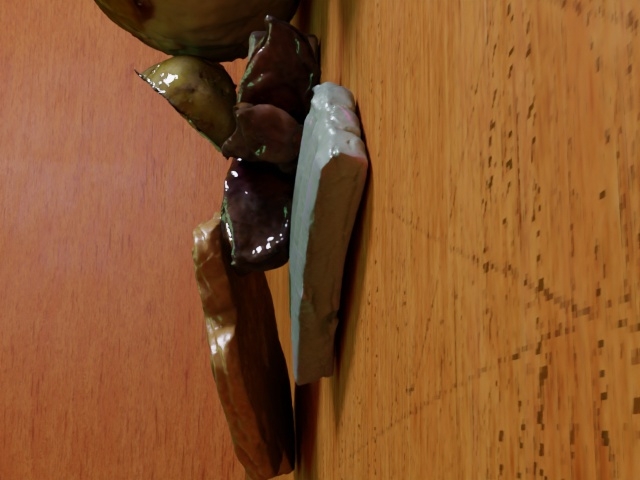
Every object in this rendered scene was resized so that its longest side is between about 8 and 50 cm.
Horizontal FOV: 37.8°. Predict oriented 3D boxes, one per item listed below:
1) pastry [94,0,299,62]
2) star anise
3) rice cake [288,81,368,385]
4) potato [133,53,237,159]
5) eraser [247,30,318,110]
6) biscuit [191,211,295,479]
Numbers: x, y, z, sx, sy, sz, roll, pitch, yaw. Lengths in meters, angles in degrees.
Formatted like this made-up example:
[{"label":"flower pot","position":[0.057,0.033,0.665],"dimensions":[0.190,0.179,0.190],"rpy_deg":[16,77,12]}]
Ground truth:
[{"label":"pastry","position":[-0.169,-0.422,1.182],"dimensions":[0.388,0.313,0.388],"rpy_deg":[-175,90,-85]},{"label":"star anise","position":[-0.040,-0.073,0.853],"dimensions":[0.220,0.099,0.214],"rpy_deg":[104,169,-69]},{"label":"rice cake","position":[0.000,0.000,0.738],"dimensions":[0.127,0.043,0.237],"rpy_deg":[-96,10,-50]},{"label":"potato","position":[-0.152,-0.185,1.186],"dimensions":[0.081,0.164,0.200],"rpy_deg":[-48,12,-3]},{"label":"eraser","position":[-0.057,-0.133,1.148],"dimensions":[0.343,0.078,0.144],"rpy_deg":[128,145,-80]},{"label":"biscuit","position":[-0.084,0.120,1.023],"dimensions":[0.269,0.051,0.376],"rpy_deg":[-97,-5,-45]}]
